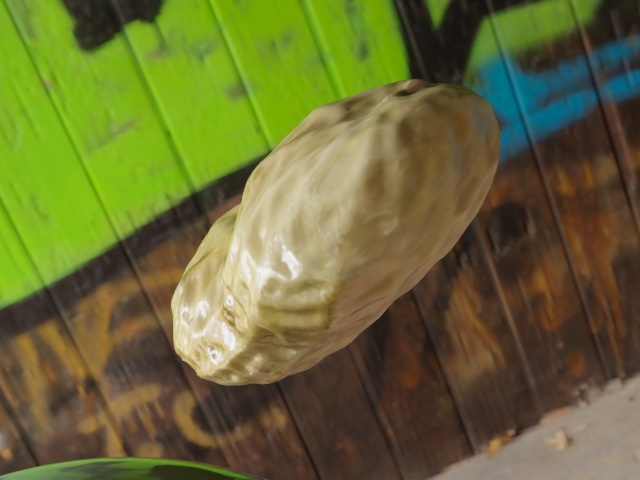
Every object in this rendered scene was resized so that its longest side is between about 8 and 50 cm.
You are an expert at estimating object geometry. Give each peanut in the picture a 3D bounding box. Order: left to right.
[{"bbox_3d":[0.000,0.000,0.748,0.197,0.110,0.233,-48,-1,-38],"label":"peanut"}]

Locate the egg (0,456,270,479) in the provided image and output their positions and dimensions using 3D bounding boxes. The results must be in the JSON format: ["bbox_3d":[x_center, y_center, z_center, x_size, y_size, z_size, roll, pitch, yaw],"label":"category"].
[{"bbox_3d":[-0.082,0.239,0.615,0.276,0.389,0.276,-12,70,35],"label":"egg"}]
